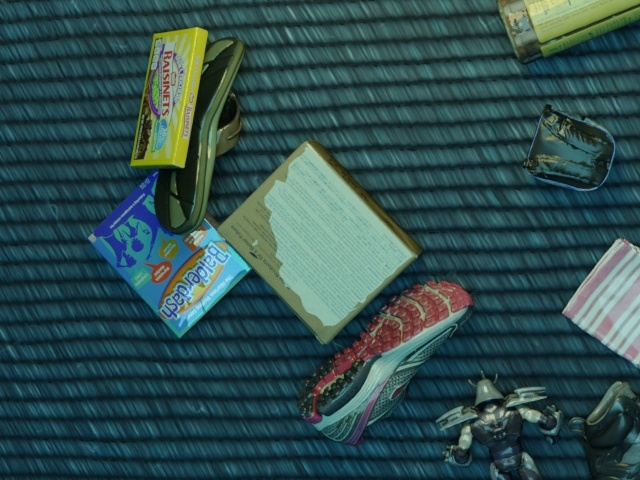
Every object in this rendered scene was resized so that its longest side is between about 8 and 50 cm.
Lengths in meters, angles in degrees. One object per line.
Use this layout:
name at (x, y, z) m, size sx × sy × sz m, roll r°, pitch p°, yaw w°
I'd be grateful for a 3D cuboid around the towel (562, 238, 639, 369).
towel at (0.466, 0.106, 1.776) m, size 0.197 × 0.029 × 0.144 m, roll 36°, pitch 101°, yaw 4°

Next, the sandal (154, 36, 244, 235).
sandal at (-0.170, -0.153, 1.828) m, size 0.120 × 0.086 × 0.302 m, roll 8°, pitch 84°, yaw 46°

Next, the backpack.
backpack at (0.354, -0.125, 1.742) m, size 0.114 × 0.084 × 0.105 m, roll 20°, pitch 100°, yaw 12°

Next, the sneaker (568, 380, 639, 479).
sneaker at (0.487, 0.260, 1.751) m, size 0.269 × 0.101 × 0.153 m, roll -25°, pitch 94°, yaw 14°

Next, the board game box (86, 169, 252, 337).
board game box at (-0.224, 0.017, 1.877) m, size 0.160 × 0.047 × 0.210 m, roll -44°, pitch 88°, yaw 11°

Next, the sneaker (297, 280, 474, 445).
sneaker at (0.105, 0.175, 1.816) m, size 0.299 × 0.121 × 0.112 m, roll -41°, pitch 117°, yaw 11°

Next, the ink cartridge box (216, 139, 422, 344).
ink cartridge box at (0.000, 0.000, 1.816) m, size 0.193 × 0.088 × 0.234 m, roll -44°, pitch 88°, yaw 13°

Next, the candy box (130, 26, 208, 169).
candy box at (-0.221, -0.206, 1.812) m, size 0.105 × 0.027 × 0.205 m, roll 2°, pitch 80°, yaw 42°

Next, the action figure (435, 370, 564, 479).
action figure at (0.276, 0.325, 1.804) m, size 0.185 × 0.099 × 0.285 m, roll -19°, pitch 89°, yaw 18°

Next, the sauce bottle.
sauce bottle at (0.417, -0.349, 1.696) m, size 0.344 × 0.111 × 0.111 m, roll -20°, pitch 92°, yaw 10°
